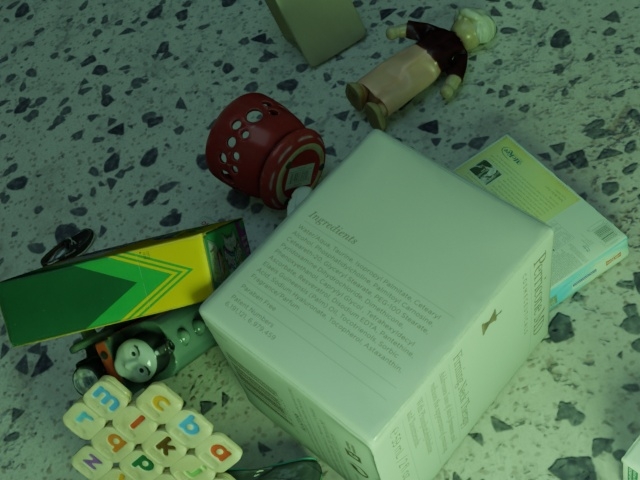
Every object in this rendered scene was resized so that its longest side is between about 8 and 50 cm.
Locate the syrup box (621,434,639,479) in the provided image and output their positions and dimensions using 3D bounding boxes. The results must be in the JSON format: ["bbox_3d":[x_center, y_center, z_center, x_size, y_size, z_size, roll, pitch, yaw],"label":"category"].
[{"bbox_3d":[0.528,0.344,1.222,0.096,0.093,0.237,-44,53,-16],"label":"syrup box"}]

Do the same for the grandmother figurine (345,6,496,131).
[{"bbox_3d":[0.213,-0.370,1.883,0.342,0.104,0.208,-35,78,-12],"label":"grandmother figurine"}]

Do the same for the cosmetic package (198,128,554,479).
[{"bbox_3d":[0.097,0.122,1.371,0.327,0.329,0.394,33,70,28],"label":"cosmetic package"}]

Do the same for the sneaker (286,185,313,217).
[{"bbox_3d":[0.000,0.000,1.688,0.115,0.090,0.232,-8,61,5],"label":"sneaker"}]

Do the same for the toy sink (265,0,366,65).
[{"bbox_3d":[-0.027,-0.525,2.041,0.152,0.234,0.131,-33,21,-5],"label":"toy sink"}]

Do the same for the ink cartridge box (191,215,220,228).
[{"bbox_3d":[-0.222,0.040,1.739,0.109,0.063,0.150,26,66,33],"label":"ink cartridge box"}]

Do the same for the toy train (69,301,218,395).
[{"bbox_3d":[-0.264,0.164,1.520,0.190,0.334,0.142,-23,92,23],"label":"toy train"}]

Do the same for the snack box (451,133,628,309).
[{"bbox_3d":[0.349,-0.036,1.597,0.187,0.060,0.322,-33,50,-7],"label":"snack box"}]

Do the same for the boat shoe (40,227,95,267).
[{"bbox_3d":[-0.515,0.016,1.879,0.125,0.038,0.046,-40,52,-12],"label":"boat shoe"}]

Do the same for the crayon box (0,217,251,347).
[{"bbox_3d":[-0.290,0.054,1.474,0.313,0.363,0.106,-15,94,5],"label":"crayon box"}]

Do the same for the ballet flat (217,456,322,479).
[{"bbox_3d":[-0.096,0.384,1.431,0.203,0.074,0.074,-10,52,10],"label":"ballet flat"}]

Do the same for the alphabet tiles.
[{"bbox_3d":[-0.253,0.326,1.400,0.278,0.284,0.021,-43,9,35],"label":"alphabet tiles"}]

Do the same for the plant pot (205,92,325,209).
[{"bbox_3d":[-0.097,-0.168,1.773,0.174,0.191,0.191,31,69,30],"label":"plant pot"}]
